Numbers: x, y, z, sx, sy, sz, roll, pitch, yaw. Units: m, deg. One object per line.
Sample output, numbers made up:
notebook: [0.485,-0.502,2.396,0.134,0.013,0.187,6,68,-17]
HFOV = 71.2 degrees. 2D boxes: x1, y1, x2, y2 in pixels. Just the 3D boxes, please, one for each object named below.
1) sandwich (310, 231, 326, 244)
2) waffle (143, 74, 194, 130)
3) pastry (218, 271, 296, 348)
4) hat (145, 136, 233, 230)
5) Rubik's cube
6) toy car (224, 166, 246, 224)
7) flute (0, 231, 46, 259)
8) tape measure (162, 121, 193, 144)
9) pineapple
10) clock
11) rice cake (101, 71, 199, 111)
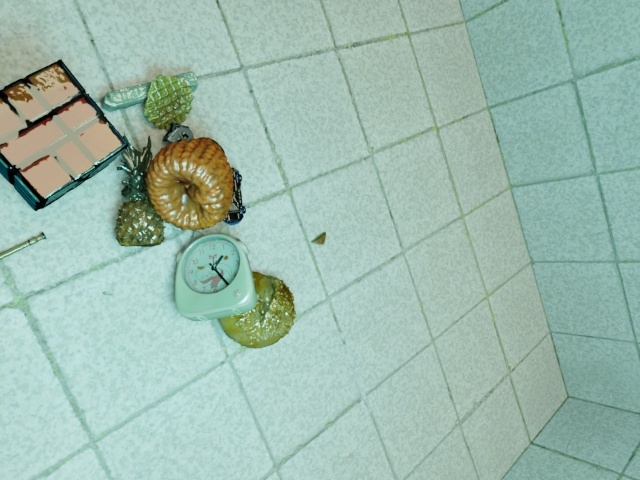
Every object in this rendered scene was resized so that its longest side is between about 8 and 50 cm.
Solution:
sandwich: [0.000,0.000,1.916,0.083,0.031,0.044,-40,105,-27]
waffle: [-0.518,-0.469,1.534,0.169,0.036,0.184,6,114,-51]
pastry: [-0.223,0.259,1.659,0.315,0.184,0.285,33,71,-29]
hat: [-0.374,-0.232,1.459,0.285,0.285,0.400,47,35,-23]
Rubik's cube: [-0.767,-0.280,1.257,0.293,0.288,0.283,-43,112,-30]
toy car: [-0.341,-0.165,1.673,0.103,0.063,0.216,-10,99,-34]
flute: [-0.915,0.041,1.294,0.233,0.027,0.027,-35,107,-30]
tape measure: [-0.495,-0.366,1.572,0.094,0.054,0.091,26,93,-49]
pineapple: [-0.582,-0.159,1.457,0.165,0.165,0.365,2,85,-34]
clock: [-0.360,0.104,1.546,0.265,0.109,0.324,-11,66,5]
rice cake: [-0.578,-0.509,1.526,0.336,0.066,0.063,-27,99,-31]
